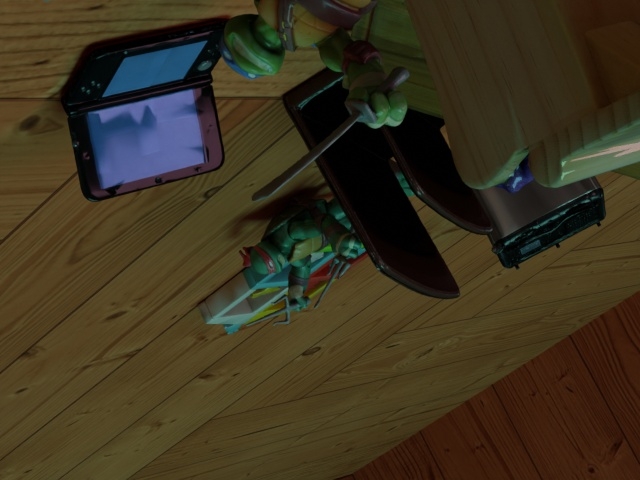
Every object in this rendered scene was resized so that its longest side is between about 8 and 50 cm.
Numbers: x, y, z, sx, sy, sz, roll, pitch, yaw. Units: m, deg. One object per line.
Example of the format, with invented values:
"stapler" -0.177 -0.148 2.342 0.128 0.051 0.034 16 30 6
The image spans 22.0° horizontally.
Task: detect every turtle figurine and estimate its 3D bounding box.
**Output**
"turtle figurine" 0.009 -0.181 1.173 0.266 0.198 0.274 -41 166 26
"turtle figurine" 0.000 0.000 1.907 0.234 0.118 0.175 -36 179 -24

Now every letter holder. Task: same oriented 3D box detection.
"letter holder" 0.119 -0.067 1.693 0.152 0.214 0.302 -31 164 14

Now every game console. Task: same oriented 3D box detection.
"game console" -0.134 -0.110 1.379 0.144 0.085 0.124 -17 162 -33

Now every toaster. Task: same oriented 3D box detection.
"toaster" 0.293 -0.050 2.238 0.168 0.110 0.185 -29 165 5

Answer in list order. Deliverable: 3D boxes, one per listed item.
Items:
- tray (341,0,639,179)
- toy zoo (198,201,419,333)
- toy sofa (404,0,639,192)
"tray" 0.229 -0.138 1.421 0.411 0.076 0.203 18 161 2
"toy zoo" -0.030 0.040 2.144 0.293 0.030 0.192 -37 162 33
"toy sofa" 0.128 -0.218 0.934 0.150 0.363 0.177 -17 173 -32
